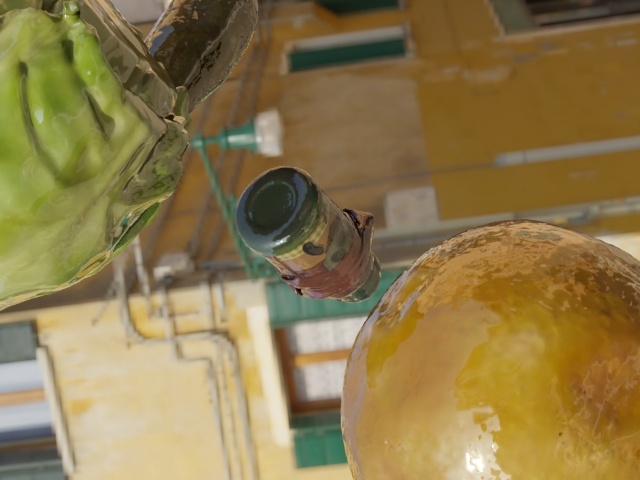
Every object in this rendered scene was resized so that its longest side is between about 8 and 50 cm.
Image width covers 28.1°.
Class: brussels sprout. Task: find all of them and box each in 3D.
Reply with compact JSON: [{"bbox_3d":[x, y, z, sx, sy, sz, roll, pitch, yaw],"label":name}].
[{"bbox_3d":[-0.334,-0.103,1.303,0.342,0.361,0.425,51,-175,-1],"label":"brussels sprout"}]

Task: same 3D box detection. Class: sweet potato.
[{"bbox_3d":[-0.207,-0.230,1.730,0.423,0.130,0.131,-52,-32,-32],"label":"sweet potato"}]

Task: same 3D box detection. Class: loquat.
[{"bbox_3d":[0.175,0.145,1.106,0.328,0.328,0.329,-7,-90,-85],"label":"loquat"}]

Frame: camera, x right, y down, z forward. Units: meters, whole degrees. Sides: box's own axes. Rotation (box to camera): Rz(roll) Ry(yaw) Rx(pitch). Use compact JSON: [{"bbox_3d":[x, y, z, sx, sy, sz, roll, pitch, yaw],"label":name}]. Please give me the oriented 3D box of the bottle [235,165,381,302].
[{"bbox_3d":[0.000,0.000,1.832,0.271,0.156,0.143,40,-163,-51],"label":"bottle"}]
